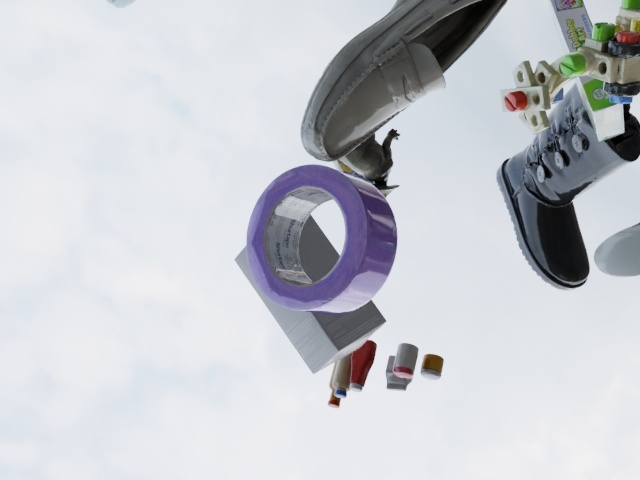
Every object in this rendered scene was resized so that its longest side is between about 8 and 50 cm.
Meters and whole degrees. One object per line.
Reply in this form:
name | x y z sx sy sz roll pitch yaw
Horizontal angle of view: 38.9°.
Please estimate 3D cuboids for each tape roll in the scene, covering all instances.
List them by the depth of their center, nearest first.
tape roll | 0.000 0.000 1.182 0.080 0.189 0.189 15 -140 -55

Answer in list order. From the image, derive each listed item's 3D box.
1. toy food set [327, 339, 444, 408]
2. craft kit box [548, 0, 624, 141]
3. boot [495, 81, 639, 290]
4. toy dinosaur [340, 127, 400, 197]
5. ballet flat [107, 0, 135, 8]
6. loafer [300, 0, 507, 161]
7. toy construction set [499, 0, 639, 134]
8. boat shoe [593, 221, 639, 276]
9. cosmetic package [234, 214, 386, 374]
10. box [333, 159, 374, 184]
toy food set | 0.106 0.253 1.675 0.111 0.232 0.104 47 -130 -47
craft kit box | 0.462 -0.315 1.580 0.250 0.061 0.246 18 -124 -70
boot | 0.588 -0.116 2.034 0.146 0.445 0.367 -21 -104 -25
toy dinosaur | 0.094 -0.203 2.027 0.313 0.121 0.160 49 -145 -30
ballet flat | -0.329 -0.419 1.438 0.079 0.077 0.221 47 -175 -12
loafer | 0.102 -0.218 1.120 0.111 0.319 0.112 35 171 36
toy construction set | 0.417 -0.263 1.286 0.328 0.151 0.215 -27 -147 -15
boat shoe | 0.545 -0.005 1.446 0.070 0.219 0.077 -30 -87 -56
cosmetic package | -0.018 0.081 1.485 0.127 0.107 0.238 -25 -107 -40
box | 0.090 -0.155 2.270 0.059 0.054 0.169 -23 -116 -8
